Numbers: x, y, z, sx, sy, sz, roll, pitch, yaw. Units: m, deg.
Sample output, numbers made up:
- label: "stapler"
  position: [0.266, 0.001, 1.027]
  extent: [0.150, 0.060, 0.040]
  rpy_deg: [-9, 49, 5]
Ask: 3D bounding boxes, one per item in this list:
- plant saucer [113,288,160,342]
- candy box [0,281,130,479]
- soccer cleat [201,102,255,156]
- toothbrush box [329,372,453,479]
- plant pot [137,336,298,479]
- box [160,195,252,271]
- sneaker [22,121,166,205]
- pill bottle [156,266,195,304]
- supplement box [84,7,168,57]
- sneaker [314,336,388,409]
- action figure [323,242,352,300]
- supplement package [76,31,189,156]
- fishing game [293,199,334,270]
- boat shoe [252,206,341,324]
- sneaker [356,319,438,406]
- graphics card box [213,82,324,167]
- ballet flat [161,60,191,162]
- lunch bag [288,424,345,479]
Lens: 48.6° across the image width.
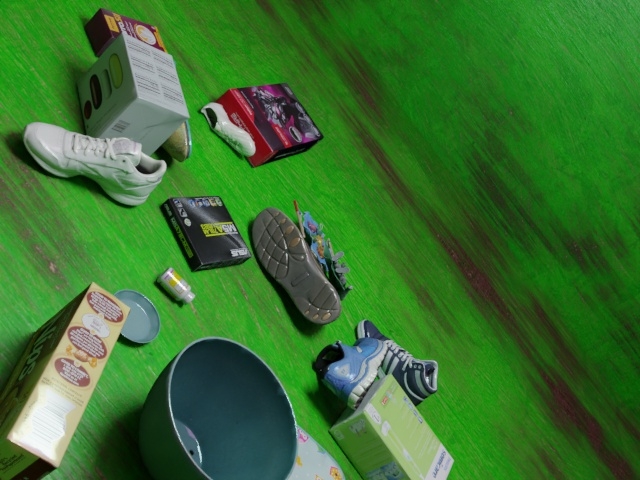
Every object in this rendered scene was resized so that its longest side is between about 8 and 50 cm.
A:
- label: "plant saucer"
  position: [-0.374, 0.154, 1.408]
  extent: [0.119, 0.021, 0.119]
  rpy_deg: [35, 34, -29]
- label: "candy box"
  position: [-0.422, 0.229, 1.089]
  extent: [0.087, 0.183, 0.316]
  rpy_deg: [42, 31, -22]
- label: "soccer cleat"
  position: [-0.266, -0.312, 2.026]
  extent: [0.196, 0.068, 0.076]
  rpy_deg: [49, 33, 6]
- label: "toothbrush box"
  position: [0.180, 0.506, 1.742]
  extent: [0.283, 0.122, 0.206]
  rpy_deg: [53, 29, 0]
- label: "plant pot"
  position: [-0.209, 0.346, 1.264]
  extent: [0.290, 0.195, 0.290]
  rpy_deg: [36, 34, -29]
- label: "box"
  position: [-0.274, -0.020, 1.717]
  extent: [0.191, 0.045, 0.184]
  rpy_deg: [-7, 62, -57]
- label: "sneaker"
  position: [-0.470, -0.188, 1.499]
  extent: [0.305, 0.152, 0.114]
  rpy_deg: [24, 43, -40]
- label: "pill bottle"
  position: [-0.312, 0.101, 1.534]
  extent: [0.083, 0.043, 0.043]
  rpy_deg: [48, 29, -12]
- label: "supplement box"
  position: [-0.511, -0.527, 1.872]
  extent: [0.188, 0.081, 0.104]
  rpy_deg: [3, 57, -54]
- label: "sneaker"
  position: [0.075, 0.299, 1.787]
  extent: [0.147, 0.129, 0.330]
  rpy_deg: [33, 12, 5]
- label: "action figure"
  position: [0.050, 0.107, 1.939]
  extent: [0.232, 0.064, 0.137]
  rpy_deg: [87, -13, -67]
- label: "supplement package"
  position: [-0.439, -0.326, 1.646]
  extent: [0.149, 0.194, 0.203]
  rpy_deg: [17, 45, -49]
- label: "fishing game"
  position: [0.000, 0.000, 2.028]
  extent: [0.264, 0.041, 0.189]
  rpy_deg: [51, 20, -50]
- label: "boat shoe"
  position: [-0.065, 0.075, 1.872]
  extent: [0.355, 0.132, 0.130]
  rpy_deg: [60, 3, 16]
- label: "sneaker"
  position: [0.220, 0.323, 1.962]
  extent: [0.099, 0.153, 0.282]
  rpy_deg: [0, 59, -56]
- label: "graphics card box"
  position: [-0.155, -0.369, 2.216]
  extent: [0.232, 0.094, 0.371]
  rpy_deg: [56, 28, 3]
- label: "ballet flat"
  position: [-0.412, -0.340, 1.806]
  extent: [0.123, 0.123, 0.348]
  rpy_deg: [20, 44, -45]
- label: "lunch bag"
  position: [-0.069, 0.505, 1.393]
  extent: [0.224, 0.108, 0.279]
  rpy_deg: [43, 30, -13]
